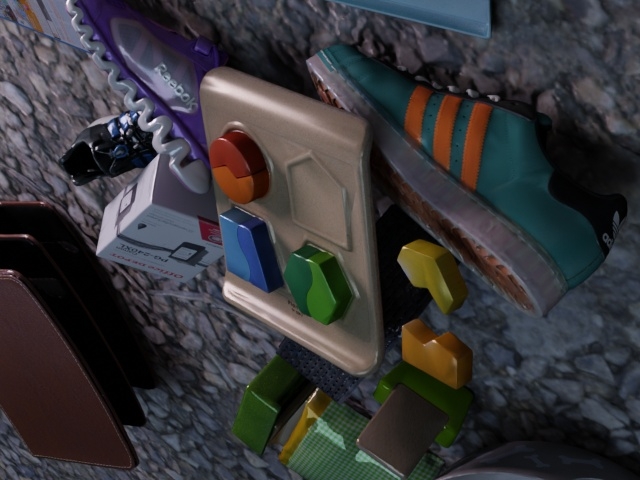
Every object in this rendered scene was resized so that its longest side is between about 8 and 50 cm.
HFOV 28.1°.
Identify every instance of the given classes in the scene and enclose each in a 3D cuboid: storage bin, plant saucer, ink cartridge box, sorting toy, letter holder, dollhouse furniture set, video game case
[{"bbox_3d":[0.044,0.060,1.197,0.084,0.122,0.180,39,143,4],"label":"storage bin"},{"bbox_3d":[0.052,-0.210,1.009,0.192,0.018,0.067,18,137,28],"label":"plant saucer"},{"bbox_3d":[-0.150,-0.019,1.310,0.109,0.063,0.150,19,150,-24],"label":"ink cartridge box"},{"bbox_3d":[0.000,0.000,1.055,0.307,0.041,0.229,26,129,43],"label":"sorting toy"},{"bbox_3d":[-0.308,0.114,1.554,0.214,0.152,0.302,0,127,40],"label":"letter holder"},{"bbox_3d":[0.015,0.239,1.379,0.197,0.151,0.301,34,143,11],"label":"dollhouse furniture set"},{"bbox_3d":[-0.292,-0.248,1.262,0.166,0.015,0.119,24,155,23],"label":"video game case"}]

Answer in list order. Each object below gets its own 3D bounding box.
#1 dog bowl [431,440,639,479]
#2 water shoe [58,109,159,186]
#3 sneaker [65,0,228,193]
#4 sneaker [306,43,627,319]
[{"bbox_3d":[0.225,0.355,1.272,0.348,0.102,0.349,11,118,23],"label":"dog bowl"},{"bbox_3d":[-0.186,-0.094,1.288,0.203,0.080,0.073,-15,116,48],"label":"water shoe"},{"bbox_3d":[-0.143,-0.162,1.175,0.236,0.104,0.095,54,-177,-7],"label":"sneaker"},{"bbox_3d":[0.115,-0.073,1.032,0.302,0.121,0.108,46,170,26],"label":"sneaker"}]
